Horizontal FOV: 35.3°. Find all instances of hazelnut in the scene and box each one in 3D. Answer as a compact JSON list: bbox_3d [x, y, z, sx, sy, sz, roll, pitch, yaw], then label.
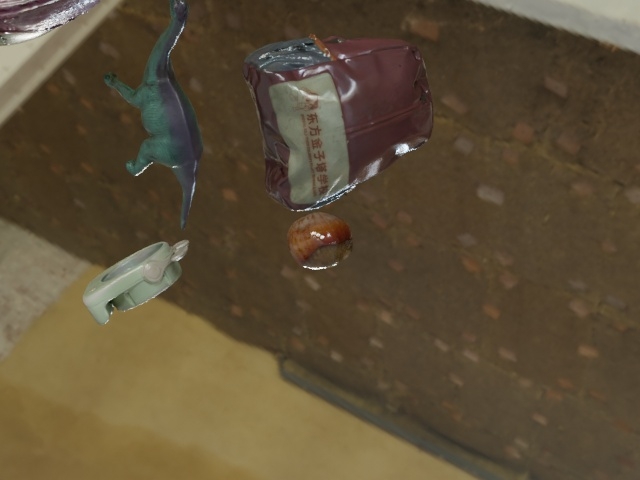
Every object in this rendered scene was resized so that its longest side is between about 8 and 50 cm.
[{"bbox_3d":[0.000,0.000,1.336,0.086,0.086,0.086,27,-28,16],"label":"hazelnut"}]

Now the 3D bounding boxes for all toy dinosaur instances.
[{"bbox_3d":[-0.245,-0.213,1.769,0.331,0.129,0.383,-9,-75,58],"label":"toy dinosaur"}]

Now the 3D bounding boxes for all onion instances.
[{"bbox_3d":[-0.418,-0.356,1.352,0.227,0.284,0.120,56,-18,26],"label":"onion"}]

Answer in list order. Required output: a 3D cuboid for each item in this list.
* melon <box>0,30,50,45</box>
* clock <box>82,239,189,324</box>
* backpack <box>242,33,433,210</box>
[{"bbox_3d":[-0.554,-0.458,1.683,0.330,0.268,0.268,-5,-35,3],"label":"melon"},{"bbox_3d":[-0.299,0.060,1.675,0.062,0.191,0.151,60,1,-13],"label":"clock"},{"bbox_3d":[0.040,-0.222,1.707,0.197,0.317,0.283,39,-36,53],"label":"backpack"}]
